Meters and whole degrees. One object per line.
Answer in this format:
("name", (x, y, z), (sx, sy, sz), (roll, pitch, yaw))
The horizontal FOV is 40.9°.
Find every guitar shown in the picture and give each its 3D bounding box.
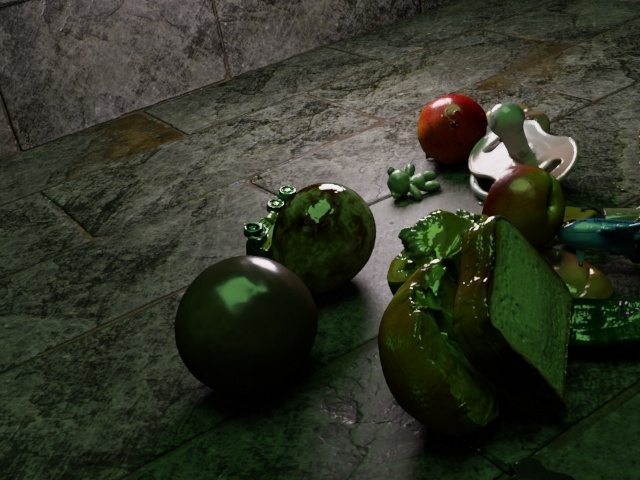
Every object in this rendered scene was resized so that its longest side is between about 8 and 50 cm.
("guitar", (0.315, 0.373, 1.400), (0.088, 0.025, 0.233), (-26, 32, -25))

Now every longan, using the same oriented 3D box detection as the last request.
("longan", (-0.148, 0.168, 1.694), (0.297, 0.297, 0.297), (-8, 28, 4))

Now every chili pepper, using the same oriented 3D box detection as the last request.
("chili pepper", (0.578, 0.159, 1.634), (0.270, 0.099, 0.136), (-3, 19, 23))

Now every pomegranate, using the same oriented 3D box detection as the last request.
("pomegranate", (0.259, 0.060, 1.810), (0.260, 0.261, 0.340), (-17, -1, -12))
("pomegranate", (0.380, -0.318, 2.507), (0.210, 0.210, 0.235), (-25, -12, -26))

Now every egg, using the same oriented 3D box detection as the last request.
("egg", (0.000, 0.000, 1.993), (0.238, 0.238, 0.289), (12, 53, 37))

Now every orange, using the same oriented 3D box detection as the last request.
("orange", (0.214, 0.188, 1.535), (0.196, 0.263, 0.335), (-9, 36, 32))

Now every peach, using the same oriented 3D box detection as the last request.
("peach", (0.428, -0.068, 1.864), (0.192, 0.190, 0.190), (-12, 20, 43))

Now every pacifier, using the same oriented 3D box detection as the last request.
("pacifier", (0.525, -0.237, 2.276), (0.220, 0.273, 0.332), (-7, 28, -26))

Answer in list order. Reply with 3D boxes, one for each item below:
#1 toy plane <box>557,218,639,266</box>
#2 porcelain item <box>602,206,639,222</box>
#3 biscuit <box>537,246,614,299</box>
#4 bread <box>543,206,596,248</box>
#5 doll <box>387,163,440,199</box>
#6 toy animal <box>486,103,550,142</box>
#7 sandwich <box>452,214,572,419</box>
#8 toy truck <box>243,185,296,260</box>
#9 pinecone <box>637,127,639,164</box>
("toy plane", (0.650, -0.005, 1.838), (0.271, 0.105, 0.254), (-8, -14, 10))
("porcelain item", (0.775, -0.052, 2.013), (0.213, 0.054, 0.084), (-3, 30, 13))
("biscuit", (0.519, 0.070, 1.881), (0.154, 0.045, 0.299), (-27, 32, -31))
("bread", (0.566, -0.029, 2.000), (0.088, 0.049, 0.226), (14, 23, 32))
("doll", (0.257, -0.157, 2.388), (0.150, 0.077, 0.115), (-4, 64, -9))
("toy animal", (0.576, -0.325, 2.503), (0.165, 0.149, 0.248), (-19, 34, 4))
("sandwich", (0.343, 0.129, 1.530), (0.099, 0.271, 0.301), (-29, 29, 38))
("toy truck", (-0.094, -0.023, 2.193), (0.135, 0.128, 0.259), (19, 37, 22))
("pinecone", (0.908, -0.272, 2.213), (0.168, 0.212, 0.186), (-1, 39, 19))
